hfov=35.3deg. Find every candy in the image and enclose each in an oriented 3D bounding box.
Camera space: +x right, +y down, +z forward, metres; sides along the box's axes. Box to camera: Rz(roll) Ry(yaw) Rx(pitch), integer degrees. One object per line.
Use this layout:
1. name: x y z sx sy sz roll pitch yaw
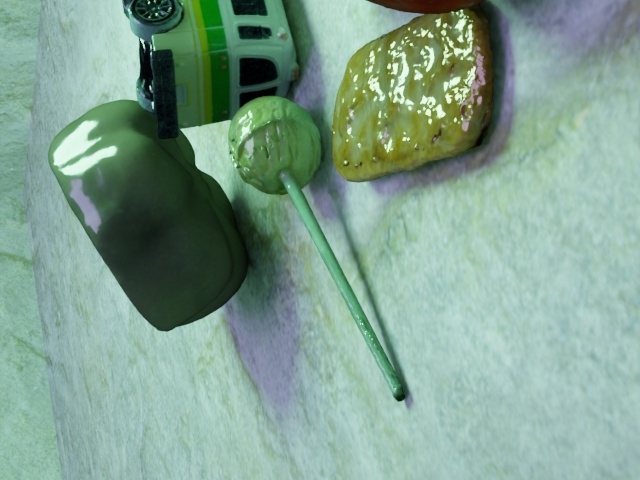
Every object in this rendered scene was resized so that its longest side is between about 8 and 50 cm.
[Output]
1. candy: 0.000 0.000 0.885 0.093 0.092 0.335 -53 49 36

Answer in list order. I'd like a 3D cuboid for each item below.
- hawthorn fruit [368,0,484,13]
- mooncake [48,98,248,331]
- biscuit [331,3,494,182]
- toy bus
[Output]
1. hawthorn fruit: 0.076 -0.214 0.610 0.194 0.157 0.157 26 115 45
2. mooncake: -0.182 -0.033 1.112 0.275 0.135 0.275 58 -177 -5
3. biscuit: 0.062 -0.110 0.776 0.247 0.029 0.118 170 100 -67
4. toy bus: -0.125 -0.255 1.053 0.134 0.164 0.276 99 161 -57
